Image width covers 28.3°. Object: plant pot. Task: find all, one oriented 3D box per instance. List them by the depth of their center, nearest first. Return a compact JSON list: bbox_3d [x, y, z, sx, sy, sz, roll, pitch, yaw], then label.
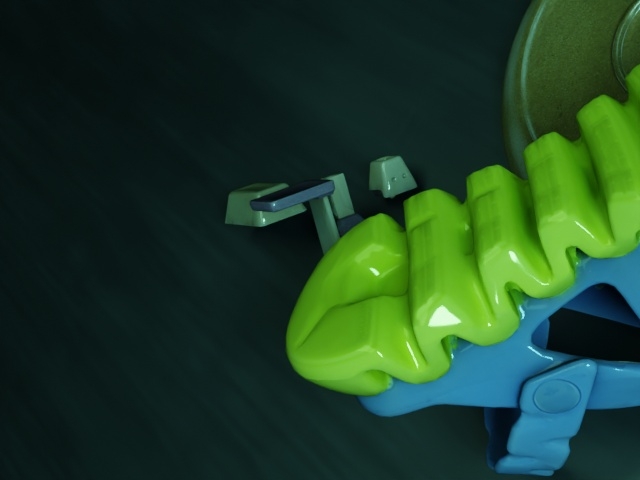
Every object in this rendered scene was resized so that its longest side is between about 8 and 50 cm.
[{"bbox_3d":[0.186,-0.097,0.634,0.236,0.032,0.236,-20,57,34],"label":"plant pot"}]

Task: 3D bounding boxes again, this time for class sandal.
[{"bbox_3d":[0.146,0.010,0.554,0.317,0.138,0.126,-26,30,27],"label":"sandal"}]

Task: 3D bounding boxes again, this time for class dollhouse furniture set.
[{"bbox_3d":[0.000,0.000,0.767,0.114,0.091,0.081,7,115,65],"label":"dollhouse furniture set"}]
